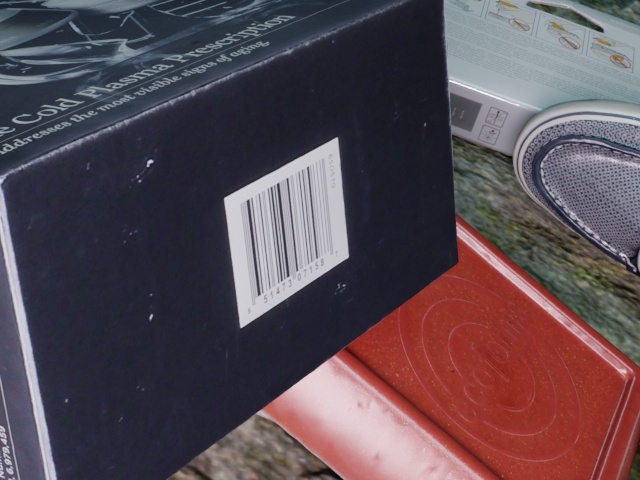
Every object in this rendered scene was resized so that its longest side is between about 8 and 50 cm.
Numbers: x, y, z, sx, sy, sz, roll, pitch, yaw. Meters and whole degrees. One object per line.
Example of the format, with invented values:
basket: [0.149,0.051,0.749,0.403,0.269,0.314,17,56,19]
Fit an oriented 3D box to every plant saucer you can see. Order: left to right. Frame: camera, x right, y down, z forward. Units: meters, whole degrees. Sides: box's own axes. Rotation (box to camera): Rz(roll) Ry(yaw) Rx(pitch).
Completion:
plant saucer: [0.099,0.086,0.854,0.259,0.047,0.258,39,36,1]

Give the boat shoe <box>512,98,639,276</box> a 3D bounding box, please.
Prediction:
boat shoe: [0.302,0.009,1.039,0.341,0.127,0.158,24,29,4]

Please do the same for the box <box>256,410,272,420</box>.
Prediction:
box: [0.000,0.000,0.961,0.067,0.063,0.324,24,36,1]

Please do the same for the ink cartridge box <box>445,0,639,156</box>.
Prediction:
ink cartridge box: [0.214,-0.154,1.265,0.275,0.060,0.239,20,35,0]

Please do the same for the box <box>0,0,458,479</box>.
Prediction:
box: [-0.145,-0.029,0.738,0.313,0.179,0.343,10,27,34]
